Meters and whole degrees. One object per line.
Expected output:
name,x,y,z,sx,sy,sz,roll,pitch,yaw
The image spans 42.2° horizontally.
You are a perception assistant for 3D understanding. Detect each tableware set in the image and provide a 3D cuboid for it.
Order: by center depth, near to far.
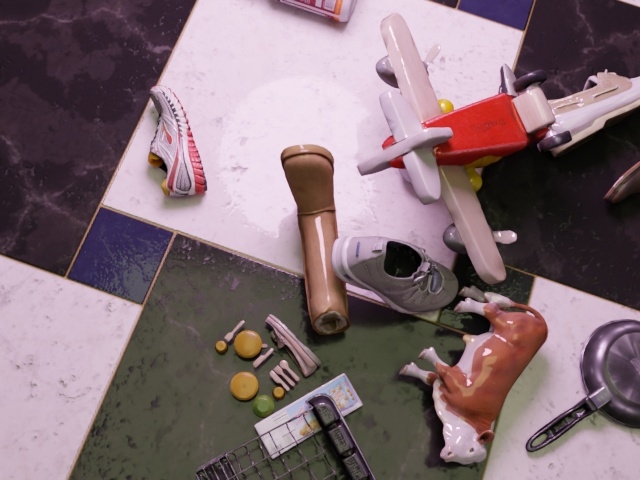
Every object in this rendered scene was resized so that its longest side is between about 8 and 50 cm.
tableware set,-0.119,0.223,1.427,0.154,0.024,0.104,44,77,10

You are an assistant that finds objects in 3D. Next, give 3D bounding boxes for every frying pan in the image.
frying pan,0.493,0.240,1.449,0.326,0.053,0.197,-8,71,-10

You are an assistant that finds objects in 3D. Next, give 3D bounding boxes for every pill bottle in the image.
pill bottle,-0.032,-0.522,1.640,0.221,0.121,0.121,19,71,3

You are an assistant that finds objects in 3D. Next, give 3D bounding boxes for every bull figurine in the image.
bull figurine,0.258,0.223,1.403,0.188,0.101,0.310,39,71,1

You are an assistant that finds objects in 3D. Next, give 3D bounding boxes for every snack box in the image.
snack box,-0.020,0.296,1.404,0.178,0.022,0.064,-28,78,-12

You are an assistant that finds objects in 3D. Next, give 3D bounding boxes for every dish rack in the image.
dish rack,-0.055,0.394,1.333,0.271,0.074,0.208,-27,83,-9

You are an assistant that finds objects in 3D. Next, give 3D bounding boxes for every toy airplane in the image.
toy airplane,0.212,-0.159,1.448,0.384,0.272,0.386,30,63,-19

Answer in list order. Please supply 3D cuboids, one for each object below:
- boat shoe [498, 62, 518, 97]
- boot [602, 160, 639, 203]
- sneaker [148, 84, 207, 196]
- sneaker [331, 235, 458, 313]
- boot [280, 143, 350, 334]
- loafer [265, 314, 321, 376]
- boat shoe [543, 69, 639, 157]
boat shoe,0.367,-0.287,1.627,0.046,0.038,0.125,10,64,-47
boot,0.639,-0.107,1.559,0.219,0.082,0.106,-33,73,-16
sneaker,-0.280,-0.185,1.524,0.092,0.088,0.225,-17,72,-8
sneaker,0.150,0.061,1.394,0.281,0.115,0.105,17,72,-41
boot,0.000,0.000,1.403,0.089,0.236,0.270,-10,67,8
loafer,-0.054,0.182,1.434,0.125,0.045,0.039,43,80,8
boat shoe,0.552,-0.276,1.595,0.302,0.113,0.103,-28,80,-12
